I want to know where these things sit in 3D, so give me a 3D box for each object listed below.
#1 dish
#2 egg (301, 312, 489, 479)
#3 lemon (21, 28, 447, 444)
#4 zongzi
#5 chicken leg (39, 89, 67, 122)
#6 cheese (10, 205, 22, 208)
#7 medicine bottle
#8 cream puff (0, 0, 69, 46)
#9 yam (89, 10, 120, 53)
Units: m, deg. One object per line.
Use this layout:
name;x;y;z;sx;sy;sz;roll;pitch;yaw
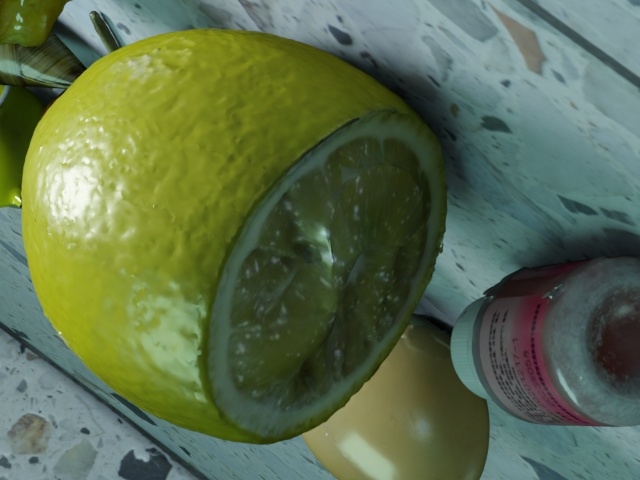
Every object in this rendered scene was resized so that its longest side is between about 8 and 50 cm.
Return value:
dish;-0.437;-0.145;2.109;0.262;0.221;0.108;10;131;5
egg;0.081;0.185;1.901;0.244;0.201;0.201;55;170;21
lemon;-0.097;-0.022;1.490;0.364;0.364;0.364;34;163;12
zongzi;-0.359;-0.205;1.963;0.241;0.111;0.248;33;169;-4
chicken leg;-0.218;-0.130;1.879;0.087;0.107;0.251;49;151;-21
cheese;-0.445;-0.100;2.290;0.263;0.093;0.159;17;179;-28
medicine bottle;0.208;0.089;1.508;0.147;0.147;0.247;42;163;-12
cream puff;-0.327;-0.267;1.622;0.221;0.194;0.195;45;162;-7
yam;-0.218;-0.204;1.822;0.014;0.014;0.107;28;161;30
